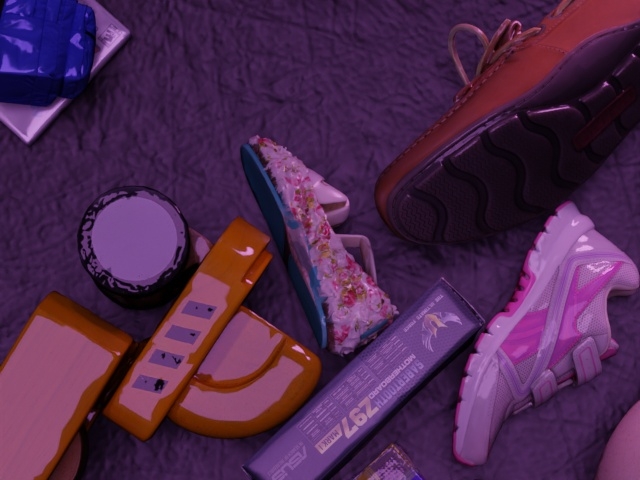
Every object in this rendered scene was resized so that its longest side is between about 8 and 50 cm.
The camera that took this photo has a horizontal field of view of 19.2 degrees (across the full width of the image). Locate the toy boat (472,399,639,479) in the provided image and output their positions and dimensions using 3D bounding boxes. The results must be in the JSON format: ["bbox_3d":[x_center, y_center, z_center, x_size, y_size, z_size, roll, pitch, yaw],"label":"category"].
[{"bbox_3d":[0.261,0.244,1.637,0.318,0.148,0.267,3,87,-6],"label":"toy boat"}]

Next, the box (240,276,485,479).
[{"bbox_3d":[0.038,0.137,1.628,0.232,0.183,0.059,-44,83,-4],"label":"box"}]

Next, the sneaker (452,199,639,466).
[{"bbox_3d":[0.200,0.095,1.668,0.111,0.103,0.252,29,85,7],"label":"sneaker"}]

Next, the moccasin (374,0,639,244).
[{"bbox_3d":[0.197,-0.138,1.681,0.380,0.139,0.147,-44,39,-7],"label":"moccasin"}]

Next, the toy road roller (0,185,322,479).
[{"bbox_3d":[-0.148,0.124,1.630,0.240,0.202,0.329,33,83,0],"label":"toy road roller"}]

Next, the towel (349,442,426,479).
[{"bbox_3d":[0.070,0.231,1.701,0.060,0.009,0.083,-38,83,-4],"label":"towel"}]

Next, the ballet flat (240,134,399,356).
[{"bbox_3d":[0.000,0.000,1.678,0.077,0.091,0.241,-15,57,-13],"label":"ballet flat"}]

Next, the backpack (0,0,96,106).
[{"bbox_3d":[-0.254,-0.190,1.709,0.101,0.098,0.120,6,73,-17],"label":"backpack"}]

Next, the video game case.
[{"bbox_3d":[-0.280,-0.191,1.766,0.157,0.019,0.143,42,86,6],"label":"video game case"}]
